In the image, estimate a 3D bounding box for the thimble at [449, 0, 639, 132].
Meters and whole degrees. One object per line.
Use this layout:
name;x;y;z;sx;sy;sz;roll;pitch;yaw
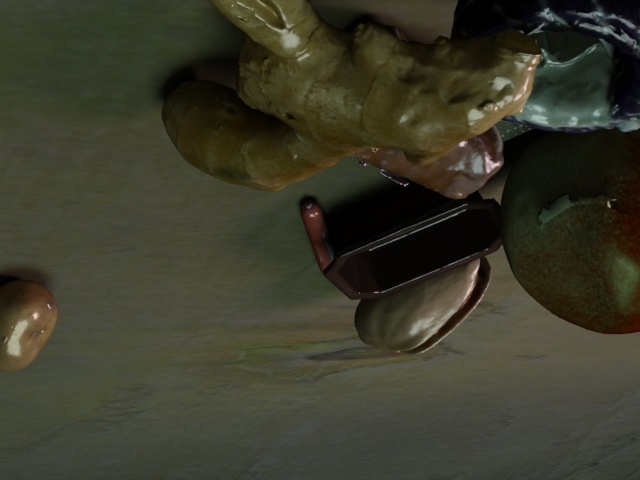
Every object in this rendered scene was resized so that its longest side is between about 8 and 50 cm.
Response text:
thimble;0.246;-0.211;1.183;0.237;0.150;0.237;10;157;4

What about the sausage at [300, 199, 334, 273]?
sausage;0.000;0.000;1.664;0.029;0.029;0.223;-17;153;1

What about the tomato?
tomato;0.375;-0.040;1.514;0.303;0.303;0.239;-28;120;23

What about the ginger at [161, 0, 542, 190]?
ginger;0.003;-0.133;1.160;0.348;0.122;0.363;27;140;6

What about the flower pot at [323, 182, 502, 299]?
flower pot;0.125;-0.015;1.646;0.251;0.084;0.179;-23;152;12

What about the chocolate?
chocolate;0.112;-0.140;1.314;0.214;0.148;0.093;15;146;-39

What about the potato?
potato;-0.403;0.113;1.575;0.112;0.112;0.147;5;140;-36

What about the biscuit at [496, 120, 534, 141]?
biscuit;0.243;-0.190;1.416;0.147;0.046;0.250;-1;150;-29

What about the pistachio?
pistachio;0.146;0.086;1.773;0.223;0.152;0.126;-32;140;18
